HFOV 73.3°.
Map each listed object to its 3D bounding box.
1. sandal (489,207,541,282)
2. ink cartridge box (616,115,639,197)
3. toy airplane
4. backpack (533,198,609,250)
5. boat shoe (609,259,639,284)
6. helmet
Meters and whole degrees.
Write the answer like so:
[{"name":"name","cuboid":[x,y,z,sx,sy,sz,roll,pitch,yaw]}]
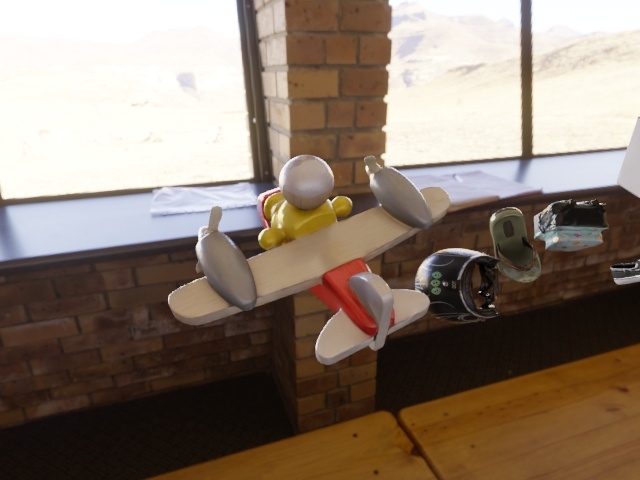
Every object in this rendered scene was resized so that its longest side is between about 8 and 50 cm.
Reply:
[{"name":"sandal","cuboid":[0.571,0.034,1.259,0.120,0.303,0.086,-28,37,16]},{"name":"ink cartridge box","cuboid":[0.897,-0.205,0.993,0.270,0.198,0.197,-20,42,-7]},{"name":"toy airplane","cuboid":[0.000,0.000,0.700,0.384,0.272,0.386,2,32,20]},{"name":"backpack","cuboid":[0.731,-0.039,1.279,0.166,0.144,0.188,-1,-4,1]},{"name":"boat shoe","cuboid":[0.653,0.056,0.868,0.049,0.040,0.142,-26,-7,-23]},{"name":"helmet","cuboid":[0.278,0.093,0.888,0.169,0.169,0.161,-12,1,-27]}]
